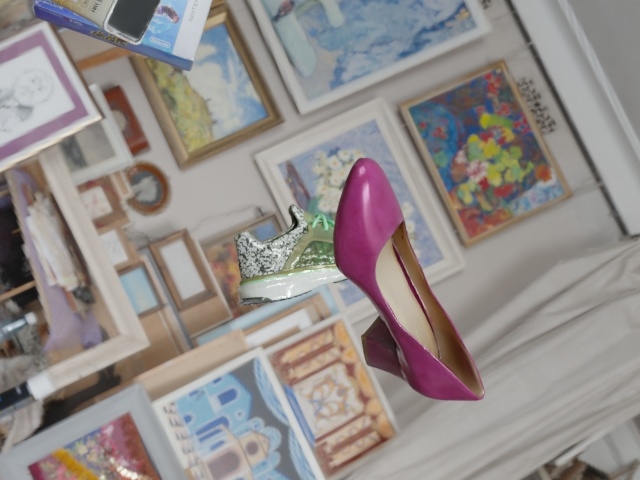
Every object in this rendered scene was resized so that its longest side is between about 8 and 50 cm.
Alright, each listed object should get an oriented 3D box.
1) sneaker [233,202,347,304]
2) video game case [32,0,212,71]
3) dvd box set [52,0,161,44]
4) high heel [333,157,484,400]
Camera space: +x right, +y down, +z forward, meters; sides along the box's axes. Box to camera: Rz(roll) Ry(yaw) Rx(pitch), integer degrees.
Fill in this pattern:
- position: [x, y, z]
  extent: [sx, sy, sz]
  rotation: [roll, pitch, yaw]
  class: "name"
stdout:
- position: [0.000, 0.000, 1.486]
  extent: [0.158, 0.410, 0.182]
  rotation: [-8, -81, 65]
  class: "sneaker"
- position: [-0.314, -0.451, 1.211]
  extent: [0.061, 0.269, 0.245]
  rotation: [159, -54, -71]
  class: "video game case"
- position: [-0.308, -0.461, 0.940]
  extent: [0.420, 0.308, 0.062]
  rotation: [32, 7, 35]
  class: "dvd box set"
- position: [0.132, 0.060, 0.948]
  extent: [0.181, 0.127, 0.377]
  rotation: [15, -41, 31]
  class: "high heel"
